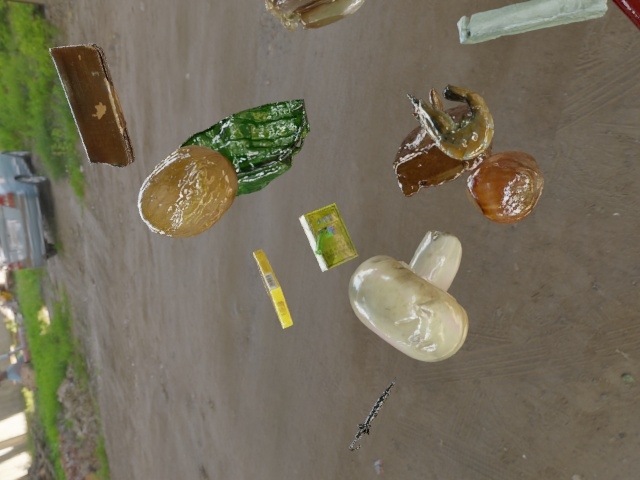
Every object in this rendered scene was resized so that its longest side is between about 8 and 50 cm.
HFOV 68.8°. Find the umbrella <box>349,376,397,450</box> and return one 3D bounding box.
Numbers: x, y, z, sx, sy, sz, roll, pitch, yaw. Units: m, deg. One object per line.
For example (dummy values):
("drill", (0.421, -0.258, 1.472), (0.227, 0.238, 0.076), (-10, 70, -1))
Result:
("umbrella", (0.078, 0.266, 0.710), (0.149, 0.022, 0.022), (-67, 30, 17))

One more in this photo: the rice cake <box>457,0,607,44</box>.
("rice cake", (0.511, -0.548, 1.146), (0.336, 0.063, 0.066), (-5, 83, 13))

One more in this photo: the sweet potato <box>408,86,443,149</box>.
("sweet potato", (0.328, -0.345, 1.400), (0.078, 0.058, 0.255), (45, 160, 16))

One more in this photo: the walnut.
("walnut", (-0.261, -0.094, 0.923), (0.167, 0.207, 0.167), (46, 177, 4))

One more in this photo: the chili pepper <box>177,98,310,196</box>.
("chili pepper", (-0.180, -0.227, 1.222), (0.213, 0.384, 0.167), (60, 172, 17))

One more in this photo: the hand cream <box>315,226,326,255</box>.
("hand cream", (0.000, 0.000, 1.500), (0.036, 0.122, 0.023), (-25, 122, 26))

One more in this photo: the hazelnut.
("hazelnut", (0.445, -0.132, 1.139), (0.182, 0.182, 0.182), (18, 113, 50))

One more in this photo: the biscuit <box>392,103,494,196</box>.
("biscuit", (0.458, -0.351, 1.734), (0.342, 0.395, 0.166), (-25, 111, 31))

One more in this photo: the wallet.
("wallet", (-0.335, -0.197, 0.697), (0.095, 0.026, 0.176), (5, 120, 23))

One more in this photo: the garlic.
("garlic", (-0.023, -0.711, 1.267), (0.325, 0.279, 0.132), (-18, 66, 36))

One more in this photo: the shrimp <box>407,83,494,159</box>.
("shrimp", (0.308, -0.304, 1.109), (0.145, 0.059, 0.254), (-43, 62, 27))

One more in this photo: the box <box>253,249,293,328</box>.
("box", (-0.158, 0.152, 1.531), (0.269, 0.043, 0.152), (-126, 19, -59))

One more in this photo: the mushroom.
("mushroom", (0.261, 0.175, 1.342), (0.353, 0.353, 0.325), (38, 148, 42))

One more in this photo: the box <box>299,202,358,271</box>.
("box", (0.030, -0.013, 1.728), (0.220, 0.141, 0.064), (66, 158, 1))

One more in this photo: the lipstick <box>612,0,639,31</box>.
("lipstick", (0.542, -0.391, 0.767), (0.241, 0.080, 0.080), (46, 139, -2))
